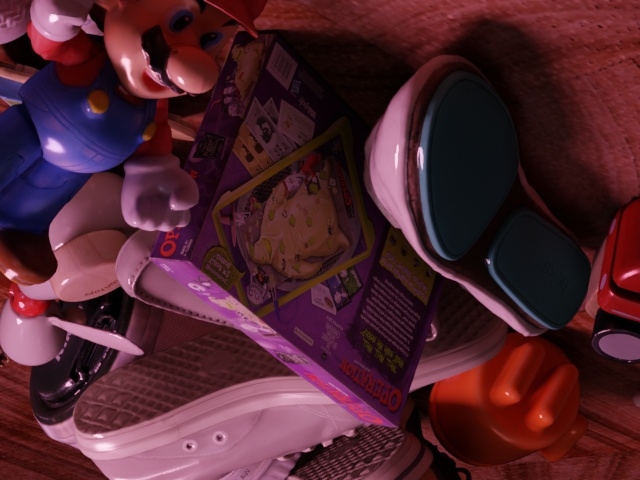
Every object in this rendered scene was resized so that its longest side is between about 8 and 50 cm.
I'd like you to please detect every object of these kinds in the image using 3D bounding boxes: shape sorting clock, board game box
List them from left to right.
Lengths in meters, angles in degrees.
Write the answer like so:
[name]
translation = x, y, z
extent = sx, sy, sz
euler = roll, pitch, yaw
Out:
[shape sorting clock]
translation = -0.205, -0.123, 1.650
extent = 0.206, 0.040, 0.206
euler = 13, 179, 0
[board game box]
translation = 0.000, 0.000, 1.625
extent = 0.056, 0.208, 0.347
euler = 1, 154, 33

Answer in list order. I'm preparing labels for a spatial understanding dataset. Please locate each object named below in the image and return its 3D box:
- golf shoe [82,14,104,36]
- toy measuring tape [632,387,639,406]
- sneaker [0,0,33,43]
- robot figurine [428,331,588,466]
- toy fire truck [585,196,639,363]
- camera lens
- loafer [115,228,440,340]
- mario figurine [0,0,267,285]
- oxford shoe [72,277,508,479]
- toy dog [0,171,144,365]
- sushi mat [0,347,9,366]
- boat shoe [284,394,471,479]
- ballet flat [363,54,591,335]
[golf shoe]
translation = -0.191, -0.158, 1.535
extent = 0.069, 0.086, 0.176
euler = 21, 160, -17
[toy measuring tape]
translation = 0.458, 0.268, 2.100
extent = 0.330, 0.121, 0.121
euler = 29, 156, -30
[sneaker]
translation = -0.336, -0.185, 1.513
extent = 0.366, 0.137, 0.210
euler = 11, 160, 27
[robot figurine]
translation = 0.194, 0.173, 2.029
extent = 0.158, 0.128, 0.219
euler = -3, 166, -20
[toy fire truck]
translation = 0.351, 0.034, 1.567
extent = 0.217, 0.158, 0.246
euler = 18, 147, -3
[camera lens]
translation = -0.166, 0.155, 2.119
extent = 0.274, 0.219, 0.219
euler = 28, 156, -29
[loafer]
translation = -0.031, 0.042, 1.767
extent = 0.319, 0.111, 0.112
euler = 3, 131, -26
[mario figurine]
translation = -0.150, -0.095, 1.377
extent = 0.170, 0.320, 0.198
euler = 44, -164, 6
[oxford shoe]
translation = -0.025, 0.151, 1.921
extent = 0.449, 0.169, 0.130
euler = -19, 122, 8
[toy dog]
translation = -0.226, 0.011, 1.894
extent = 0.161, 0.220, 0.334
euler = -11, 177, -22
[sushi mat]
translation = -0.451, 0.008, 2.026
extent = 0.316, 0.019, 0.151
euler = 42, 167, 16
[boat shoe]
translation = 0.067, 0.279, 2.130
extent = 0.156, 0.187, 0.500
euler = 54, 178, -6
[ballet flat]
translation = 0.108, -0.036, 1.594
extent = 0.139, 0.139, 0.400
euler = 5, 157, 27
